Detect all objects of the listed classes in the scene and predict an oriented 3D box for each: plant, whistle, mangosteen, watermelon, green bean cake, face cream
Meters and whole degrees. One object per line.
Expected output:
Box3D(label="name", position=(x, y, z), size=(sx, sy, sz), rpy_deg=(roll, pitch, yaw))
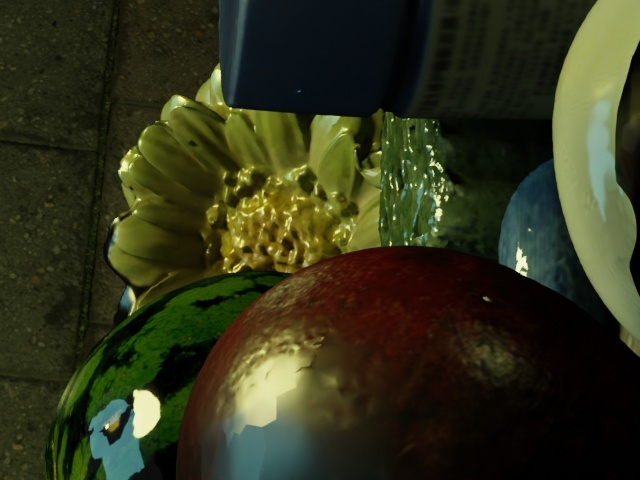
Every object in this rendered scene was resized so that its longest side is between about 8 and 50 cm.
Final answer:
Box3D(label="plant", position=(-0.040, -0.003, 1.483), size=(0.297, 0.261, 0.306), rpy_deg=(-97, 26, -61))
Box3D(label="whistle", position=(0.114, 0.105, 0.958), size=(0.062, 0.062, 0.304), rpy_deg=(116, 160, -68))
Box3D(label="mangosteen", position=(0.032, 0.135, 0.795), size=(0.261, 0.235, 0.235), rpy_deg=(-47, -19, -40))
Box3D(label="watermelon", position=(-0.041, 0.158, 1.237), size=(0.285, 0.285, 0.285), rpy_deg=(-173, 90, -83))
Box3D(label="green bean cake", position=(0.090, -0.037, 1.147), size=(0.181, 0.094, 0.173), rpy_deg=(109, 165, -62))
Box3D(label="face cream", position=(0.064, -0.184, 0.976), size=(0.249, 0.225, 0.249), rpy_deg=(-176, 90, -83))

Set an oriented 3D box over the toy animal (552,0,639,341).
Box3D(label="toy animal", position=(0.151, -0.031, 0.541), size=(0.138, 0.166, 0.179), rpy_deg=(64, 176, -11))
